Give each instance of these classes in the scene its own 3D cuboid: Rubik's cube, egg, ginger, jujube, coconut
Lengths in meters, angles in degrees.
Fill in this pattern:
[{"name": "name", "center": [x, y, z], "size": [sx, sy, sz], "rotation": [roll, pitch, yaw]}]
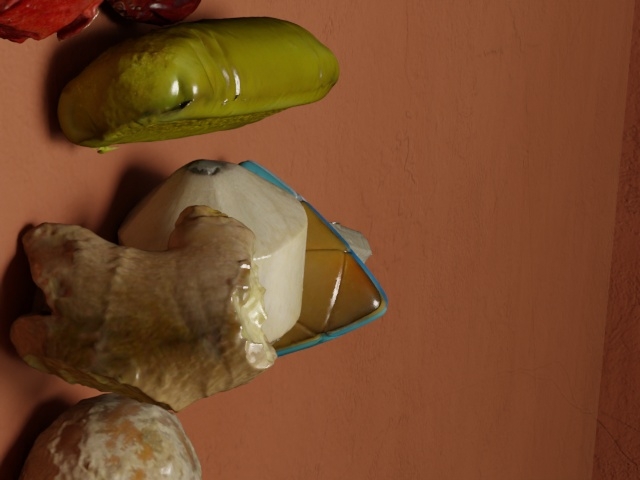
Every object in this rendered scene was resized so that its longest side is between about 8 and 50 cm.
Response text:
[{"name": "Rubik's cube", "center": [-0.074, 0.079, 2.265], "size": [0.254, 0.254, 0.254], "rotation": [-43, 139, -53]}, {"name": "egg", "center": [-0.213, 0.261, 1.967], "size": [0.233, 0.195, 0.195], "rotation": [-72, 160, -47]}, {"name": "ginger", "center": [-0.168, 0.059, 1.892], "size": [0.221, 0.275, 0.130], "rotation": [-63, 178, -5]}, {"name": "jujube", "center": [-0.171, -0.255, 1.948], "size": [0.129, 0.077, 0.077], "rotation": [-9, 109, -60]}, {"name": "coconut", "center": [-0.114, 0.013, 2.052], "size": [0.202, 0.202, 0.222], "rotation": [-46, 145, -50]}]

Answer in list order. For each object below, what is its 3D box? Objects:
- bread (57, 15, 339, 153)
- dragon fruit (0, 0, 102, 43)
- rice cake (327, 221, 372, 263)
[{"name": "bread", "center": [-0.124, -0.171, 2.000], "size": [0.383, 0.166, 0.112], "rotation": [-17, 90, -62]}, {"name": "dragon fruit", "center": [-0.246, -0.286, 1.573], "size": [0.241, 0.241, 0.252], "rotation": [-26, 136, -61]}, {"name": "rice cake", "center": [0.000, 0.000, 2.496], "size": [0.256, 0.052, 0.057], "rotation": [18, 56, -67]}]
